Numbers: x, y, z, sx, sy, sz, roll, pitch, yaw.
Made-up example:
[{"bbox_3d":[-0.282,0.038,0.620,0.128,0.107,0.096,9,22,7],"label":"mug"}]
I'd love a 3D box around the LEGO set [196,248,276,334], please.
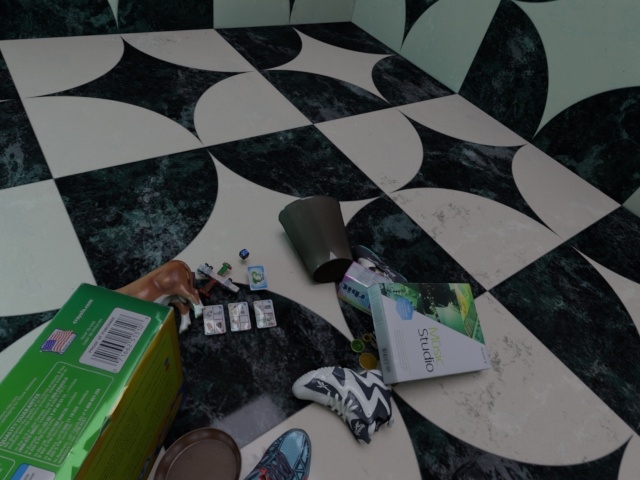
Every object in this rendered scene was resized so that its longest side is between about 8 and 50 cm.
[{"bbox_3d":[-0.233,0.137,1.085,0.183,0.060,0.244,-3,58,-22],"label":"LEGO set"}]

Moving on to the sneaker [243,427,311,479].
[{"bbox_3d":[-0.093,0.464,0.747,0.104,0.125,0.262,32,48,14],"label":"sneaker"}]

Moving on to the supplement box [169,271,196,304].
[{"bbox_3d":[-0.362,0.125,1.051,0.055,0.043,0.083,5,46,-8],"label":"supplement box"}]

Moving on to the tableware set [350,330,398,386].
[{"bbox_3d":[0.153,0.304,1.030,0.104,0.024,0.154,-23,57,-31],"label":"tableware set"}]

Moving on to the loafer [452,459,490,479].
[{"bbox_3d":[0.369,0.559,0.812,0.078,0.076,0.223,-25,54,-23],"label":"loafer"}]

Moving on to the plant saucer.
[{"bbox_3d":[-0.232,0.448,0.769,0.169,0.029,0.168,-4,38,3],"label":"plant saucer"}]

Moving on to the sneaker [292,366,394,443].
[{"bbox_3d":[0.059,0.373,0.891,0.235,0.094,0.153,10,37,-19],"label":"sneaker"}]

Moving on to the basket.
[{"bbox_3d":[0.000,0.000,1.192,0.204,0.154,0.226,-7,54,-19],"label":"basket"}]

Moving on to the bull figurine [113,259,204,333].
[{"bbox_3d":[-0.428,0.169,0.931,0.310,0.101,0.188,-34,79,-18],"label":"bull figurine"}]

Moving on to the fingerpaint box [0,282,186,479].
[{"bbox_3d":[-0.383,0.354,0.605,0.163,0.371,0.444,16,47,1],"label":"fingerpaint box"}]

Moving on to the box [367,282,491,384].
[{"bbox_3d":[0.280,0.225,1.016,0.322,0.058,0.232,4,67,-31],"label":"box"}]

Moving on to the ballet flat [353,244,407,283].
[{"bbox_3d":[0.166,0.090,1.204,0.203,0.074,0.074,38,50,17],"label":"ballet flat"}]

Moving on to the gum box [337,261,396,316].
[{"bbox_3d":[0.141,0.148,1.115,0.188,0.107,0.062,28,47,12],"label":"gum box"}]
